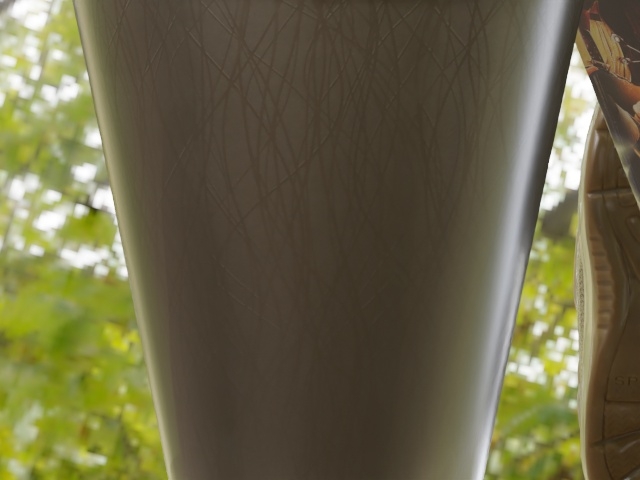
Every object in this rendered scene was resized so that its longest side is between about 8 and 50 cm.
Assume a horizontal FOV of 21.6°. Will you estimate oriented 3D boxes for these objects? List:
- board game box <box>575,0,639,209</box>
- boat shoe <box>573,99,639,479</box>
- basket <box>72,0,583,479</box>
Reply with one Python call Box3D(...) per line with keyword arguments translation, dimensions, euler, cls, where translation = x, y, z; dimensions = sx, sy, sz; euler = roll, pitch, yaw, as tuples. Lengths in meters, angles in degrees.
Box3D(translation=(0.197, -0.055, 0.747), dimensions=(0.165, 0.042, 0.243), euler=(19, -37, 52), cls="board game box")
Box3D(translation=(0.212, 0.009, 1.063), dimensions=(0.121, 0.341, 0.110), euler=(10, -2, 0), cls="boat shoe")
Box3D(translation=(0.000, 0.000, 0.665), dimensions=(0.204, 0.227, 0.154), euler=(5, 18, 16), cls="basket")
